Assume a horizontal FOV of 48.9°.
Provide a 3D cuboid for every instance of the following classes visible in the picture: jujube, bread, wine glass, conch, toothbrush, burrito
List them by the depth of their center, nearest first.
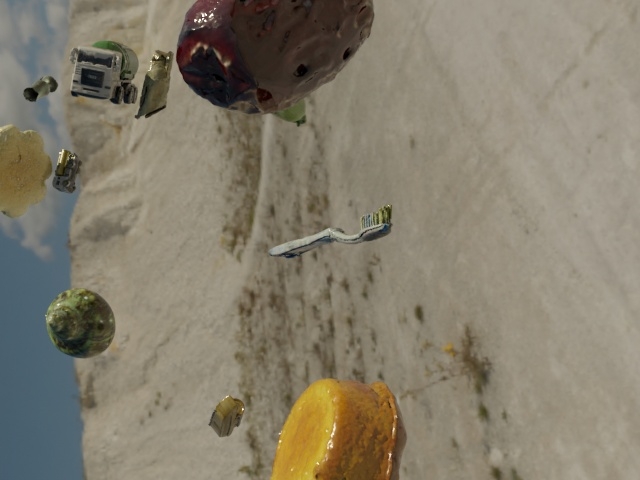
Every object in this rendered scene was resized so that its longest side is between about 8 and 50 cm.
[{"bbox_3d":[0.000,0.000,1.100,0.413,0.035,0.042,-17,70,62],"label":"toothbrush"},{"bbox_3d":[-0.076,-0.378,1.274,0.258,0.376,0.258,50,167,16],"label":"jujube"},{"bbox_3d":[0.031,0.397,1.287,0.312,0.172,0.312,-53,22,33],"label":"bread"},{"bbox_3d":[-0.328,-0.309,1.409,0.041,0.055,0.149,-124,50,-79],"label":"burrito"},{"bbox_3d":[-0.587,-0.315,1.466,0.039,0.042,0.083,-62,3,32],"label":"wine glass"},{"bbox_3d":[-0.542,0.188,1.553,0.181,0.187,0.124,62,-153,-46],"label":"conch"},{"bbox_3d":[-0.826,-0.184,1.935,0.039,0.182,0.251,11,84,43],"label":"bread"}]

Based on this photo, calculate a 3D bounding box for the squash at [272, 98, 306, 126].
[{"bbox_3d":[-0.130,-0.388,1.643,0.395,0.107,0.107,48,-154,-55],"label":"squash"}]

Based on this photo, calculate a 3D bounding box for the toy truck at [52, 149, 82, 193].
[{"bbox_3d":[-0.725,-0.197,2.008,0.052,0.063,0.123,65,-148,-72],"label":"toy truck"}]

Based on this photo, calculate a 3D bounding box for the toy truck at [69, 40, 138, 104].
[{"bbox_3d":[-0.441,-0.353,1.468,0.242,0.101,0.125,-101,23,-76],"label":"toy truck"}]

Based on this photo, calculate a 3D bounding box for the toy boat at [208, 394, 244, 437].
[{"bbox_3d":[-0.247,0.467,1.887,0.068,0.088,0.226,48,149,18],"label":"toy boat"}]
